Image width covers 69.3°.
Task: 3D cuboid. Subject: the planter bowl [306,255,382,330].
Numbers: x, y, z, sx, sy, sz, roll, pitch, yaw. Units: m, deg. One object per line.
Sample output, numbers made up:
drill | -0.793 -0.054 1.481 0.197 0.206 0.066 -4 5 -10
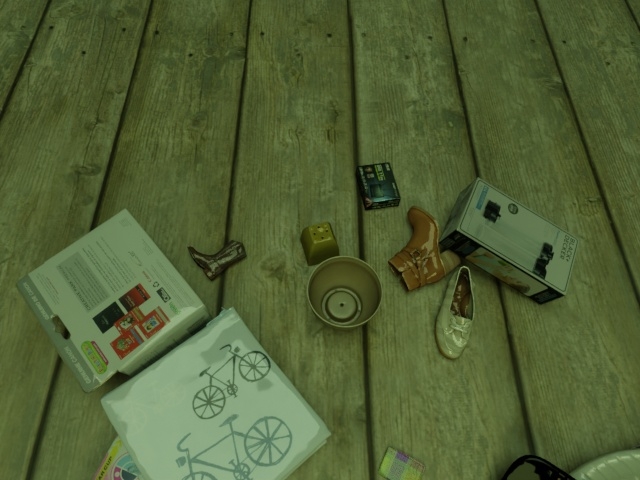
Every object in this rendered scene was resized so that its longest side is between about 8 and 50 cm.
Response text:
planter bowl | 0.050 0.131 1.028 0.161 0.109 0.162 1 61 -2

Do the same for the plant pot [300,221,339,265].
plant pot | 0.000 0.000 1.109 0.081 0.083 0.081 -13 63 -10

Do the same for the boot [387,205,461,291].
boot | 0.225 0.017 1.118 0.152 0.073 0.197 -26 64 -11

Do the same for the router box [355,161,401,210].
router box | 0.150 -0.143 1.216 0.092 0.038 0.123 -9 63 -7

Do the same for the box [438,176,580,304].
box | 0.445 0.001 1.087 0.289 0.087 0.169 32 63 -2

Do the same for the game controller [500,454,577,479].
game controller | 0.468 0.533 0.832 0.319 0.067 0.167 32 102 13

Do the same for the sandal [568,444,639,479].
sandal | 0.659 0.452 0.887 0.415 0.102 0.170 -20 83 5

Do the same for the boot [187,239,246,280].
boot | -0.247 0.025 1.112 0.114 0.037 0.106 -39 83 -17

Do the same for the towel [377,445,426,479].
towel | 0.161 0.455 0.917 0.083 0.009 0.060 25 65 12

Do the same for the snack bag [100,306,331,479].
snack bag | -0.206 0.342 0.884 0.323 0.037 0.342 -35 71 -23

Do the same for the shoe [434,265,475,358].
shoe | 0.309 0.158 1.051 0.076 0.058 0.219 14 62 5

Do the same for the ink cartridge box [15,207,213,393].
ink cartridge box | -0.433 0.134 0.995 0.271 0.130 0.309 -38 69 -18

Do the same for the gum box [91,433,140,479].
gum box | -0.351 0.430 0.879 0.107 0.062 0.189 20 63 8
